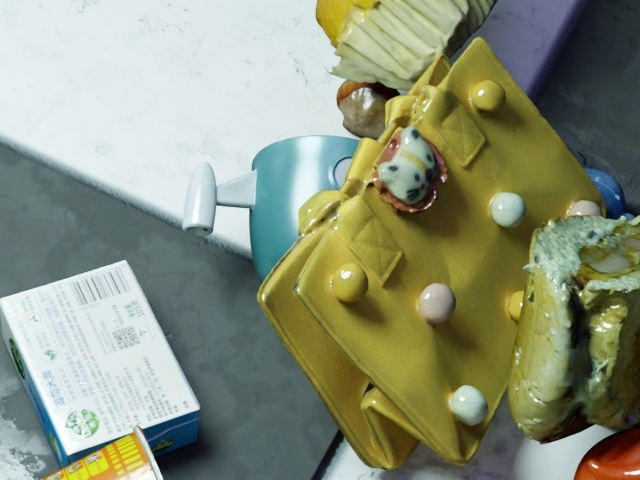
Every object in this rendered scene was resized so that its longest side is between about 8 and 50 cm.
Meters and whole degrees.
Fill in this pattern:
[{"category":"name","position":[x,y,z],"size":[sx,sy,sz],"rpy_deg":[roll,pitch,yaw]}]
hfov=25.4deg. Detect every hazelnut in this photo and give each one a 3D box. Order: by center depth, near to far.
[{"category":"hazelnut","position":[0.060,-0.161,1.684],"size":[0.086,0.086,0.086],"rpy_deg":[4,53,-6]}]

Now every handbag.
[{"category":"handbag","position":[0.123,0.011,1.436],"size":[0.283,0.133,0.401],"rpy_deg":[52,54,-20]}]

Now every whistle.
[{"category":"whistle","position":[0.290,-0.050,1.628],"size":[0.158,0.090,0.090],"rpy_deg":[27,54,10]}]

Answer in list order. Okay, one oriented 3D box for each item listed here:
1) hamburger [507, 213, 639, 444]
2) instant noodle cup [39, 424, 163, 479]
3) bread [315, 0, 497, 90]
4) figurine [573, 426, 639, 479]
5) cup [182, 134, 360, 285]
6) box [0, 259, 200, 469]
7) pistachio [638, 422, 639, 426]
[{"category":"hamburger","position":[0.265,0.090,1.358],"size":[0.132,0.211,0.309],"rpy_deg":[19,20,25]},{"category":"instant noodle cup","position":[-0.227,0.287,1.246],"size":[0.212,0.193,0.193],"rpy_deg":[-20,58,-13]},{"category":"bread","position":[0.127,-0.335,1.684],"size":[0.183,0.236,0.388],"rpy_deg":[42,32,-9]},{"category":"figurine","position":[0.281,0.299,1.300],"size":[0.181,0.208,0.257],"rpy_deg":[13,54,-29]},{"category":"cup","position":[0.000,0.000,1.501],"size":[0.300,0.167,0.173],"rpy_deg":[11,65,-18]},{"category":"box","position":[-0.221,0.130,1.417],"size":[0.139,0.073,0.194],"rpy_deg":[-18,58,-21]},{"category":"pistachio","position":[0.425,0.162,1.457],"size":[0.226,0.136,0.136],"rpy_deg":[11,50,20]}]
